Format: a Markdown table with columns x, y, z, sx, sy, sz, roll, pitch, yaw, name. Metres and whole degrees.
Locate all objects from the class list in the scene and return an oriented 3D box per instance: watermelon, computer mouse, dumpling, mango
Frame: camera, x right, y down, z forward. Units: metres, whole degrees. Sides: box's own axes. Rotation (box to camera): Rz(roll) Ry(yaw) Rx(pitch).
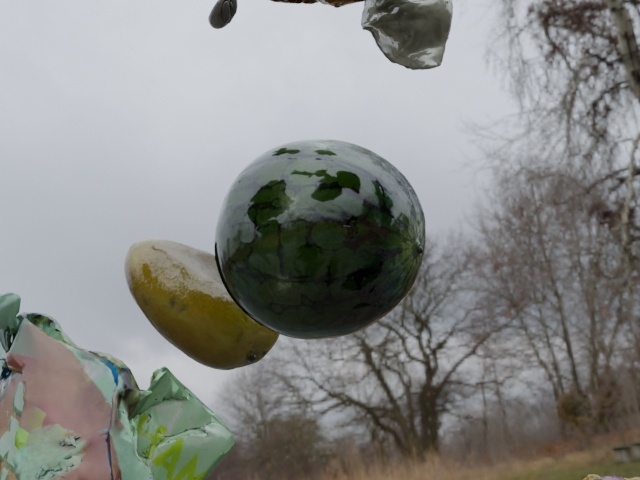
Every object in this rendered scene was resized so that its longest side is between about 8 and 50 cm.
| x | y | z | sx | sy | sz | roll | pitch | yaw | name |
| --- | --- | --- | --- | --- | --- | --- | --- | --- | --- |
| 0.000 | 0.000 | 1.284 | 0.362 | 0.364 | 0.363 | -5 | -17 | -2 | watermelon |
| -0.199 | -0.476 | 1.600 | 0.039 | 0.066 | 0.096 | 42 | -29 | -6 | computer mouse |
| 0.120 | -0.317 | 1.080 | 0.127 | 0.188 | 0.108 | 3 | -27 | -12 | dumpling |
| -0.243 | 0.121 | 1.592 | 0.365 | 0.253 | 0.182 | 40 | -67 | -17 | mango |

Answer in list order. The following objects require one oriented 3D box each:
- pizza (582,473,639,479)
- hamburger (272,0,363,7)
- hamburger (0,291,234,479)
| x | y | z | sx | sy | sz | roll | pitch | yaw | name |
| --- | --- | --- | --- | --- | --- | --- | --- | --- | --- |
| 0.329 | 0.366 | 0.897 | 0.408 | 0.114 | 0.278 | -11 | 11 | -6 | pizza |
| 0.010 | -0.440 | 0.915 | 0.170 | 0.314 | 0.289 | 15 | 37 | 39 | hamburger |
| -0.171 | 0.170 | 0.551 | 0.150 | 0.276 | 0.261 | 10 | -60 | -33 | hamburger |
